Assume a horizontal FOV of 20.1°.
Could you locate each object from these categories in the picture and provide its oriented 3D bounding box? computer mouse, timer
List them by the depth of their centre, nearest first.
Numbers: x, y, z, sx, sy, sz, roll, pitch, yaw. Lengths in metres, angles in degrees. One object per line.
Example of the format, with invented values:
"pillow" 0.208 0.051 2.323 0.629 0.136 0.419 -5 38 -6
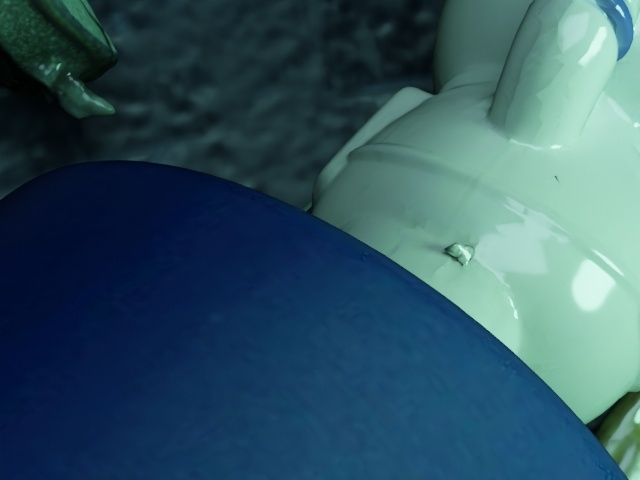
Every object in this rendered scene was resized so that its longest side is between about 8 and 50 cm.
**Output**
"timer" 0.038 0.026 0.548 0.270 0.270 0.383 37 61 6
"computer mouse" -0.150 -0.127 0.633 0.229 0.113 0.068 34 82 6

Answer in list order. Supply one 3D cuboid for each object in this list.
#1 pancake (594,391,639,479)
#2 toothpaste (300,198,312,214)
"pancake" 0.203 0.122 0.617 0.242 0.050 0.242 -2 68 5
"toothpaste" 0.000 0.000 0.656 0.037 0.021 0.140 42 74 7
